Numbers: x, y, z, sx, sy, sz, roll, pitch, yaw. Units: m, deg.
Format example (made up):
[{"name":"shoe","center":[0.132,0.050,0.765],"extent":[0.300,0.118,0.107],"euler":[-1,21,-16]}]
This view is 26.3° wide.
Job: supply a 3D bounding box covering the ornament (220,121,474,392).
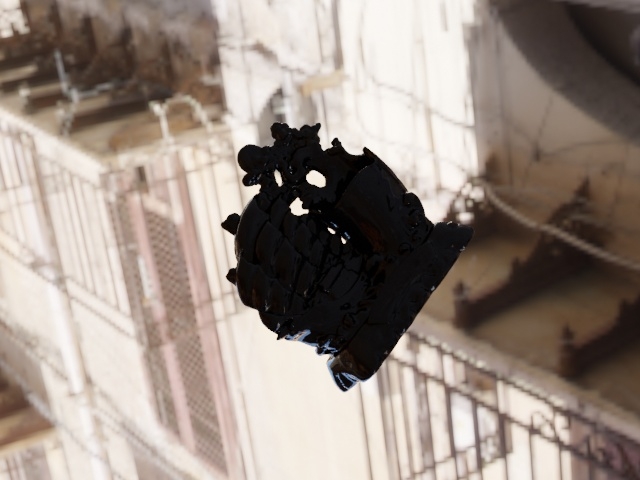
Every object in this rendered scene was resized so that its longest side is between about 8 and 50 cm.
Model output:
[{"name":"ornament","center":[0.000,0.000,1.469],"extent":[0.260,0.106,0.251],"euler":[36,-115,0]}]
